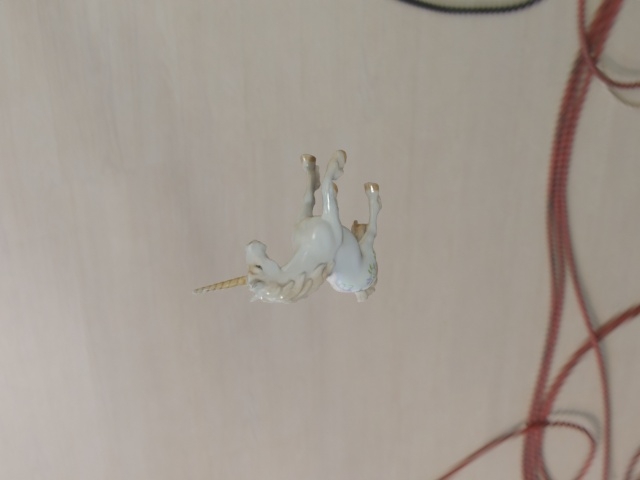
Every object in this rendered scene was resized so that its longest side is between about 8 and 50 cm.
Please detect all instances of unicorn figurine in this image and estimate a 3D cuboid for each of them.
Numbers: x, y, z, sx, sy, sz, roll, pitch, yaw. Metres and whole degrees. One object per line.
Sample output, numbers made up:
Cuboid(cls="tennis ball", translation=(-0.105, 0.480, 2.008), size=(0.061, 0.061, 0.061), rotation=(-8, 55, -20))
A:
Cuboid(cls="unicorn figurine", translation=(0.000, 0.000, 0.833), size=(0.060, 0.111, 0.162), rotation=(-10, 156, 40))
